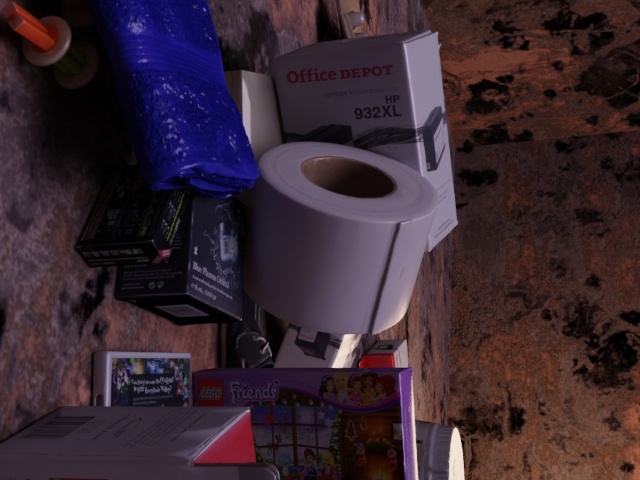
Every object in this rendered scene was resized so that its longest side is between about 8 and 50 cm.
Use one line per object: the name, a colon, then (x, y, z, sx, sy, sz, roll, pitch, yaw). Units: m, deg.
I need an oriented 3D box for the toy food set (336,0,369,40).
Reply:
toy food set: (0.114, -0.386, 1.760, 0.220, 0.092, 0.306, 76, 0, -68)

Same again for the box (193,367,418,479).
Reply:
box: (-0.023, 0.265, 0.999, 0.057, 0.293, 0.201, 5, 81, -66)

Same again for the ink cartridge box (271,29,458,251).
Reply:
ink cartridge box: (0.071, -0.148, 1.196, 0.129, 0.223, 0.308, -36, 122, -54)

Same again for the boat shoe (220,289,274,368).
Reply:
boat shoe: (-0.101, 0.169, 1.137, 0.084, 0.079, 0.233, 45, 43, -63)

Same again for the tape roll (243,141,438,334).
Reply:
tape roll: (0.021, -0.011, 1.052, 0.246, 0.246, 0.169, -58, 162, -62)

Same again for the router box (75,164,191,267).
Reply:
router box: (-0.197, -0.029, 0.840, 0.038, 0.092, 0.123, 68, 25, -46)

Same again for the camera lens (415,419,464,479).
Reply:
camera lens: (0.116, 0.444, 1.446, 0.219, 0.274, 0.220, -4, 90, -73)

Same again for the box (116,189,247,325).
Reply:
box: (-0.162, 0.010, 0.948, 0.156, 0.093, 0.158, 44, 44, -65)

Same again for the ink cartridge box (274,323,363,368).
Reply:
ink cartridge box: (0.019, 0.138, 1.347, 0.237, 0.100, 0.172, -69, 163, 4)

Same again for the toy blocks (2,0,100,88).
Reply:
toy blocks: (-0.264, -0.228, 0.727, 0.148, 0.054, 0.123, 44, 45, -66)

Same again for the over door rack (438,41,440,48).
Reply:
over door rack: (0.183, -0.208, 1.536, 0.239, 0.108, 0.324, 73, 33, -77)

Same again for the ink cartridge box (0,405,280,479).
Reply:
ink cartridge box: (-0.128, 0.314, 0.689, 0.130, 0.271, 0.310, -26, 112, -71)

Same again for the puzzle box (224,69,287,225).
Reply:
puzzle box: (-0.031, -0.120, 1.296, 0.409, 0.052, 0.272, -6, 96, -60)

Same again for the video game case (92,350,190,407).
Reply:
video game case: (-0.201, 0.215, 0.896, 0.190, 0.022, 0.173, 25, 63, -70)

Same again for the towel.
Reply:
towel: (-0.154, -0.197, 0.813, 0.227, 0.076, 0.308, -5, 76, -79)

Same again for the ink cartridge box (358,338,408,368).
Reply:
ink cartridge box: (0.161, 0.336, 1.949, 0.231, 0.077, 0.134, -21, 106, -72)
